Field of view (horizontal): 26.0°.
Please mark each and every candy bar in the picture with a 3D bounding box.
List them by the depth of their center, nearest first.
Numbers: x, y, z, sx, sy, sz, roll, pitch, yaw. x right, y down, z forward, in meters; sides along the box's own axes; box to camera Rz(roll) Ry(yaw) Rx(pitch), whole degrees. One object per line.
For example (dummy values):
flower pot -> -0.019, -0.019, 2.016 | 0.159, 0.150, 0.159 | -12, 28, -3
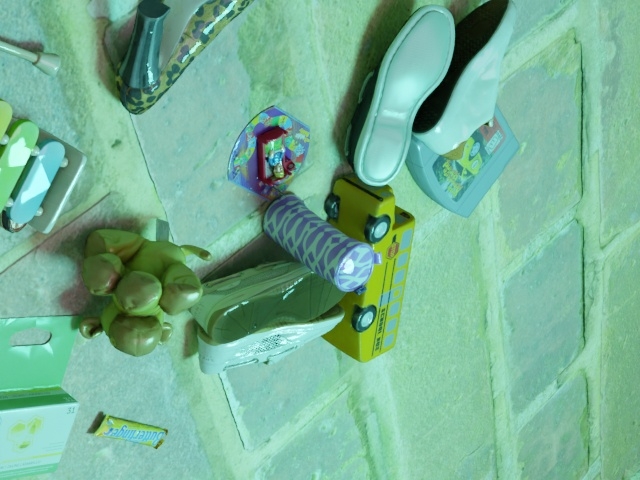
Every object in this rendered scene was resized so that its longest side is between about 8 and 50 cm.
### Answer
candy bar -> -0.296, 0.300, 2.168 | 0.161, 0.018, 0.040 | 26, 95, -54

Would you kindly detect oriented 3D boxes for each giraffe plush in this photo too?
giraffe plush -> -0.260, 0.086, 1.947 | 0.210, 0.181, 0.170 | -64, 175, -65

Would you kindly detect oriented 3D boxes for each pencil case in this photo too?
pencil case -> 0.000, 0.000, 2.140 | 0.088, 0.206, 0.086 | -33, 136, -25

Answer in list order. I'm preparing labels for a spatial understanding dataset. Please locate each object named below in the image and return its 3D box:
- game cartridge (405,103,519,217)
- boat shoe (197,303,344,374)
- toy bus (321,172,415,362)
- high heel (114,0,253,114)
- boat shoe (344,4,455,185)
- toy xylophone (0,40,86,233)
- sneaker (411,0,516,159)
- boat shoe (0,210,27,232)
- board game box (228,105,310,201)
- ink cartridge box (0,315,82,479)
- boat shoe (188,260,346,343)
game cartridge -> 0.244, -0.164, 2.442 | 0.196, 0.060, 0.294 | -50, 144, -4
boat shoe -> -0.085, 0.154, 2.251 | 0.277, 0.098, 0.096 | -11, 125, -35
toy bus -> 0.077, 0.044, 2.346 | 0.130, 0.108, 0.332 | -23, 132, -40
high heel -> -0.171, -0.278, 1.851 | 0.261, 0.093, 0.186 | -36, 158, -41
boat shoe -> 0.116, -0.239, 2.201 | 0.114, 0.091, 0.302 | 21, 102, -27
toy xylophone -> -0.416, -0.130, 1.640 | 0.323, 0.081, 0.236 | 8, 109, -51
sneaker -> 0.253, -0.264, 2.295 | 0.123, 0.106, 0.290 | 40, 76, -37
boat shoe -> -0.365, -0.066, 1.788 | 0.137, 0.043, 0.049 | -57, 147, 1
board game box -> -0.066, -0.126, 2.111 | 0.133, 0.033, 0.169 | -59, 145, 2
ink cartridge box -> -0.416, 0.223, 1.936 | 0.171, 0.056, 0.235 | 1, 117, -51
boat shoe -> -0.075, 0.074, 2.190 | 0.302, 0.098, 0.109 | -19, 135, -36
